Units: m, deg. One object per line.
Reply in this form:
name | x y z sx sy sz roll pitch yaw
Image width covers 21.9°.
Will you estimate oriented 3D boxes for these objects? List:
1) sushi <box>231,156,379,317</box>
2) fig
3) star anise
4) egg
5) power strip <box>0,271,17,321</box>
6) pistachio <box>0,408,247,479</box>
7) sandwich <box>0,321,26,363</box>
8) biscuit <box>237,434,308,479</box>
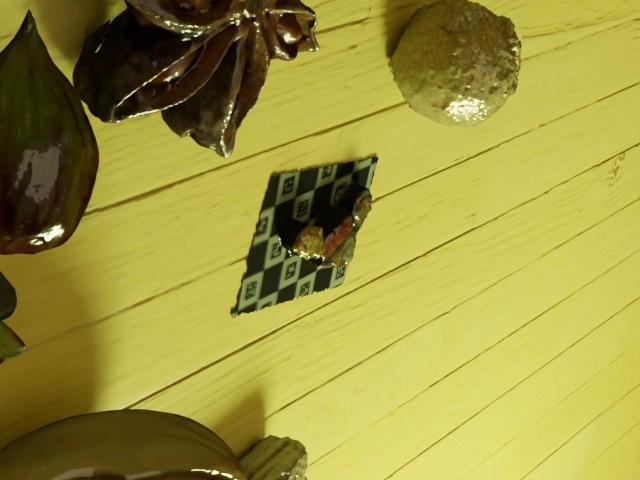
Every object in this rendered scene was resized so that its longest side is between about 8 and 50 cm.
sushi | 0.000 0.000 1.509 0.201 0.031 0.139 -15 125 -58
fig | -0.188 -0.067 1.032 0.109 0.103 0.154 -134 -128 -79
star anise | -0.087 -0.156 1.156 0.214 0.099 0.220 -36 148 -23
egg | 0.125 -0.163 1.514 0.118 0.116 0.140 -41 155 1
power strip | -0.280 -0.039 0.699 0.251 0.257 0.092 -28 157 -50
pistachio | -0.168 0.217 1.254 0.288 0.197 0.166 0 68 -50
sandwich | -0.232 0.067 1.128 0.031 0.044 0.083 -47 -169 -26
biscuit | -0.095 0.279 1.533 0.239 0.062 0.108 -38 141 -45
